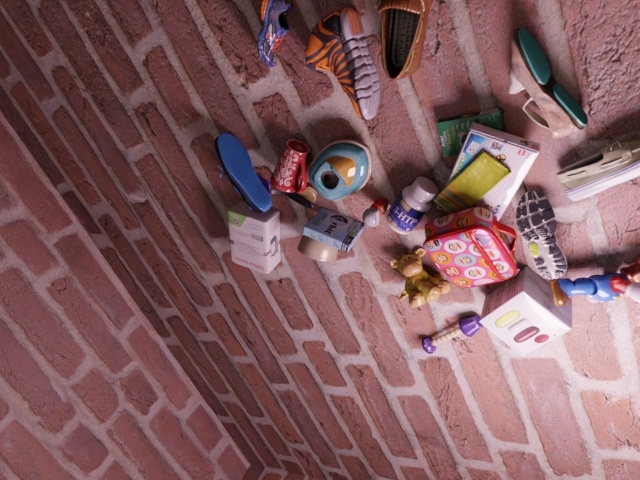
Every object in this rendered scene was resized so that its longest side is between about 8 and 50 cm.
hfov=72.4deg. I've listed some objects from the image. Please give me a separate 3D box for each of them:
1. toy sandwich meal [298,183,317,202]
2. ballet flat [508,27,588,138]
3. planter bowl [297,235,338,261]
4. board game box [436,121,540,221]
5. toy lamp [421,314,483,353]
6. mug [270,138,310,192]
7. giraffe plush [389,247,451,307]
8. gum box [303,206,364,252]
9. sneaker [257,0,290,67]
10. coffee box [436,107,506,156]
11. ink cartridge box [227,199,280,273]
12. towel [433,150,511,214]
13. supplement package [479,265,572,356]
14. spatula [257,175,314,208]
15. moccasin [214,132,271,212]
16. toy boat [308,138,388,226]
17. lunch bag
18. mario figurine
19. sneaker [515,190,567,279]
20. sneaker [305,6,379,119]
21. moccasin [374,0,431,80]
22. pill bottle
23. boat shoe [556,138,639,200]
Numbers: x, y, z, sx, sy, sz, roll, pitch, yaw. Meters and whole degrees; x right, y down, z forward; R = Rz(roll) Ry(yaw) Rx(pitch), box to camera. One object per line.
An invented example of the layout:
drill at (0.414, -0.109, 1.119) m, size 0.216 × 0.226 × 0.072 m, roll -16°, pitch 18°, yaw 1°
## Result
toy sandwich meal at (-0.047, -0.182, 1.695) m, size 0.085 × 0.029 × 0.085 m, roll 19°, pitch 140°, yaw 17°
ballet flat at (0.557, -0.389, 1.133) m, size 0.316 × 0.107 × 0.106 m, roll 51°, pitch 146°, yaw -8°
planter bowl at (0.000, 0.000, 1.718) m, size 0.162 × 0.162 × 0.109 m, roll 22°, pitch 110°, yaw 17°
board game box at (0.489, -0.185, 1.310) m, size 0.193 × 0.053 × 0.305 m, roll 23°, pitch 139°, yaw 11°
toy lamp at (0.512, 0.363, 1.703) m, size 0.080 × 0.080 × 0.274 m, roll 45°, pitch 134°, yaw -4°
mug at (-0.092, -0.269, 1.611) m, size 0.150 × 0.113 × 0.169 m, roll 31°, pitch 128°, yaw 7°
giraffe plush at (0.350, 0.123, 1.600) m, size 0.170 × 0.181 × 0.210 m, roll 66°, pitch 163°, yaw -9°
gum box at (0.052, -0.043, 1.642) m, size 0.184 × 0.157 × 0.041 m, roll 21°, pitch 130°, yaw 17°
sneaker at (-0.145, -0.657, 1.387) m, size 0.087 × 0.083 × 0.221 m, roll 19°, pitch 133°, yaw 9°
coffee box at (0.444, -0.317, 1.288) m, size 0.184 × 0.040 × 0.113 m, roll -5°, pitch 121°, yaw 33°
ink cartridge box at (-0.285, -0.015, 1.896) m, size 0.198 × 0.115 × 0.273 m, roll 18°, pitch 128°, yaw 20°
towel at (0.446, -0.159, 1.306) m, size 0.102 × 0.021 × 0.237 m, roll 34°, pitch 140°, yaw -4°
supplement package at (0.682, 0.238, 1.460) m, size 0.194 × 0.149 × 0.203 m, roll 38°, pitch 132°, yaw 2°
spatula at (-0.146, -0.183, 1.730) m, size 0.296 × 0.030 × 0.084 m, roll 22°, pitch 130°, yaw 25°
moccasin at (-0.328, -0.252, 1.733) m, size 0.117 × 0.137 × 0.342 m, roll -14°, pitch 105°, yaw 55°
toy boat at (0.108, -0.191, 1.510) m, size 0.318 × 0.148 × 0.267 m, roll 46°, pitch 133°, yaw -4°
lunch bag at (0.497, 0.024, 1.399) m, size 0.258 × 0.120 × 0.293 m, roll -19°, pitch 132°, yaw 36°
mario figurine at (0.854, 0.157, 1.266) m, size 0.320 × 0.198 × 0.170 m, roll -13°, pitch 117°, yaw 31°
sneaker at (0.658, -0.016, 1.328) m, size 0.107 × 0.110 × 0.275 m, roll -15°, pitch 96°, yaw 19°
sneaker at (0.065, -0.519, 1.342) m, size 0.180 × 0.124 × 0.321 m, roll -4°, pitch 108°, yaw 38°
moccasin at (0.210, -0.620, 1.146) m, size 0.139 × 0.147 × 0.380 m, roll 19°, pitch 129°, yaw 19°
pill bottle at (0.307, -0.119, 1.465) m, size 0.112 × 0.112 × 0.187 m, roll 36°, pitch 133°, yaw 5°
boat shoe at (0.764, -0.206, 1.130) m, size 0.094 × 0.109 × 0.302 m, roll 49°, pitch 135°, yaw -4°
